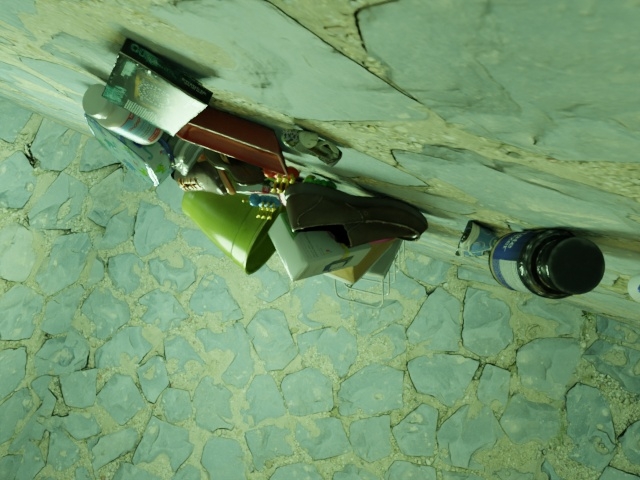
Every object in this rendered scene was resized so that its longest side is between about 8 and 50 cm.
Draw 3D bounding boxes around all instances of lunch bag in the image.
[{"bbox_3d":[-0.470,-0.245,1.146,0.219,0.090,0.176,37,162,4],"label":"lunch bag"}]

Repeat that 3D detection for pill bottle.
[{"bbox_3d":[0.404,0.041,0.833,0.123,0.122,0.219,20,179,-1],"label":"pill bottle"},{"bbox_3d":[-0.416,-0.267,0.975,0.087,0.087,0.160,19,180,21],"label":"pill bottle"}]

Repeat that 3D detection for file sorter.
[{"bbox_3d":[0.179,0.083,1.638,0.193,0.172,0.277,11,-141,22],"label":"file sorter"}]

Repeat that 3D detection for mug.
[{"bbox_3d":[0.636,0.082,0.870,0.062,0.078,0.064,55,-176,23],"label":"mug"}]

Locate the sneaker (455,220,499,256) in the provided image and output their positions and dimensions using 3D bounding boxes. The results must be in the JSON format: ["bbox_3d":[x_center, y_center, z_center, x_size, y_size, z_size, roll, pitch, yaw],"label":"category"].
[{"bbox_3d":[0.373,0.011,1.090,0.081,0.080,0.211,23,-179,16],"label":"sneaker"}]

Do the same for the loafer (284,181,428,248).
[{"bbox_3d":[0.084,-0.037,1.115,0.367,0.129,0.134,10,165,-12],"label":"loafer"}]

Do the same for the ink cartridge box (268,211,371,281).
[{"bbox_3d":[0.000,0.000,1.169,0.213,0.093,0.154,-10,-119,-38],"label":"ink cartridge box"}]

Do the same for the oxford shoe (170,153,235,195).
[{"bbox_3d":[-0.382,-0.191,1.469,0.364,0.133,0.129,27,148,55],"label":"oxford shoe"}]

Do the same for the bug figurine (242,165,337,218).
[{"bbox_3d":[-0.080,-0.128,1.208,0.217,0.072,0.279,9,160,-17],"label":"bug figurine"}]

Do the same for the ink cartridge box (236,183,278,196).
[{"bbox_3d":[-0.169,-0.167,1.425,0.109,0.063,0.151,4,178,35],"label":"ink cartridge box"}]

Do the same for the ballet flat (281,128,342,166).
[{"bbox_3d":[-0.008,-0.156,0.740,0.115,0.041,0.041,20,179,-36],"label":"ballet flat"}]

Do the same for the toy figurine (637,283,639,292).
[{"bbox_3d":[0.533,0.111,0.578,0.218,0.191,0.362,25,178,-6],"label":"toy figurine"}]

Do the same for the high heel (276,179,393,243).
[{"bbox_3d":[0.039,-0.088,1.315,0.378,0.127,0.181,14,170,31],"label":"high heel"}]

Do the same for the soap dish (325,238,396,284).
[{"bbox_3d":[0.093,0.001,1.514,0.229,0.118,0.291,20,-137,31],"label":"soap dish"}]

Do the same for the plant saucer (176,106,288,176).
[{"bbox_3d":[-0.185,-0.207,0.906,0.259,0.047,0.258,20,179,0],"label":"plant saucer"}]

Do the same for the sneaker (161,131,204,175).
[{"bbox_3d":[-0.404,-0.267,1.303,0.115,0.105,0.281,34,170,-9],"label":"sneaker"}]

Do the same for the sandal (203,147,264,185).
[{"bbox_3d":[-0.204,-0.195,1.077,0.090,0.060,0.219,-19,-139,-27],"label":"sandal"}]

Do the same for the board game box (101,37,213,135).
[{"bbox_3d":[-0.249,-0.218,0.683,0.126,0.026,0.186,28,164,-28],"label":"board game box"}]

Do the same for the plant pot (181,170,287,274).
[{"bbox_3d":[-0.324,-0.115,1.771,0.353,0.366,0.366,32,-179,9],"label":"plant pot"}]

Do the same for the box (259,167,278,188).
[{"bbox_3d":[-0.156,-0.184,1.258,0.052,0.062,0.083,17,178,42],"label":"box"}]
